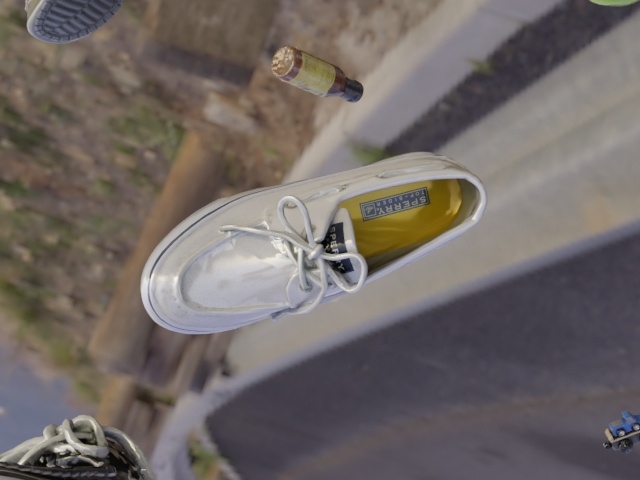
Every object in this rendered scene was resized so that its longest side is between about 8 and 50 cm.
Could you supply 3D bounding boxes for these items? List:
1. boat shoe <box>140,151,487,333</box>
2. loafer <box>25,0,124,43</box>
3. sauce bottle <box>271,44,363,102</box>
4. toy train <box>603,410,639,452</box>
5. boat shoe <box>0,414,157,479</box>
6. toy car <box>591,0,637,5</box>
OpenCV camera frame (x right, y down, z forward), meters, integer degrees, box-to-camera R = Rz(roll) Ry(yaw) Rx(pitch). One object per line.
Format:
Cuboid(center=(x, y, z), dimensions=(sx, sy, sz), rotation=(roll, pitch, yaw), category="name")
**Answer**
Cuboid(center=(0.004, 0.008, 1.674), dimensions=(0.367, 0.135, 0.156), rotation=(-17, -169, -14), category="boat shoe")
Cuboid(center=(-0.249, -0.332, 1.875), dimensions=(0.094, 0.251, 0.087), rotation=(26, -163, -47), category="loafer")
Cuboid(center=(0.000, -0.183, 1.882), dimensions=(0.042, 0.042, 0.128), rotation=(5, 170, 44), category="sauce bottle")
Cuboid(center=(0.350, 0.167, 1.641), dimensions=(0.158, 0.036, 0.027), rotation=(-23, -166, 2), category="toy train")
Cuboid(center=(-0.133, 0.152, 0.909), dimensions=(0.113, 0.105, 0.306), rotation=(-18, 155, 17), category="boat shoe")
Cuboid(center=(0.143, -0.222, 0.943), dimensions=(0.136, 0.182, 0.159), rotation=(-10, -168, -29), category="toy car")
